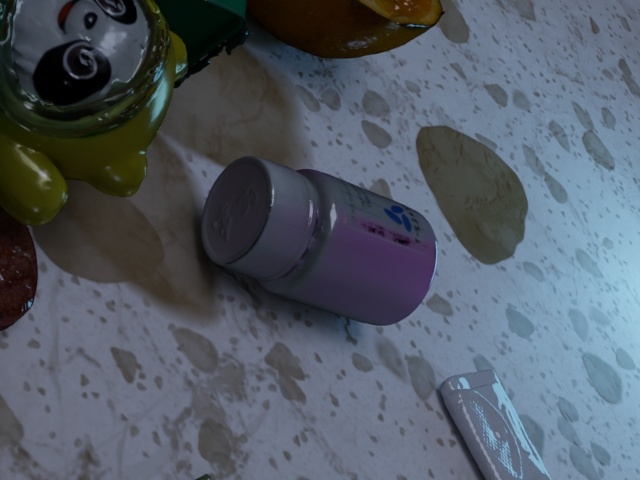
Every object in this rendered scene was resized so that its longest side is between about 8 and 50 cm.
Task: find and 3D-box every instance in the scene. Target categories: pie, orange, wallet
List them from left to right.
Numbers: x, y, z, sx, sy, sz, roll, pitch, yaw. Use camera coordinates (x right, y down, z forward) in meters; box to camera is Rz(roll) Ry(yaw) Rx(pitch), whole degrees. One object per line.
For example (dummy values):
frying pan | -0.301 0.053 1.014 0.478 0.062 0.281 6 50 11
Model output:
pie | -0.343 0.007 1.391 0.182 0.049 0.182 30 41 -29
orange | 0.014 -0.370 1.976 0.310 0.274 0.274 -2 53 -9
wallet | 0.221 0.245 1.832 0.124 0.032 0.183 -3 60 -53

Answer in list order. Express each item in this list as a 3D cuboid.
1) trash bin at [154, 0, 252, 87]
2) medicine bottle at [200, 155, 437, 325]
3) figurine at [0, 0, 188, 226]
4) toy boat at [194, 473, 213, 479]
trash bin | -0.222 -0.386 1.723 0.259 0.295 0.381 20 55 -37
medicine bottle | 0.000 0.000 1.699 0.254 0.152 0.152 21 44 -37
figurine | -0.301 -0.187 1.450 0.340 0.231 0.323 27 61 -13
toy boat | -0.064 0.302 1.421 0.089 0.071 0.185 -32 83 -13
